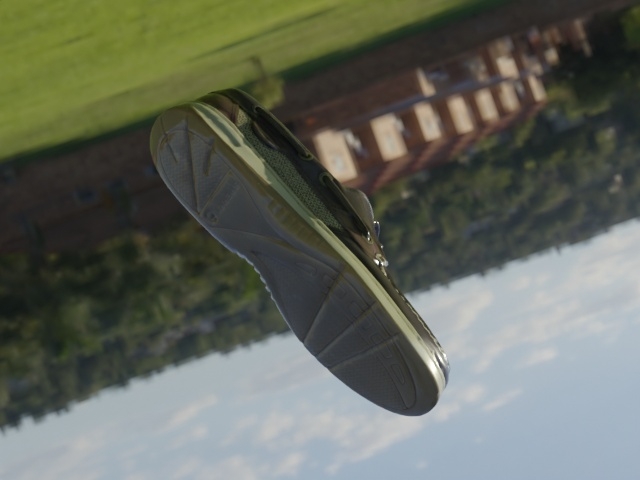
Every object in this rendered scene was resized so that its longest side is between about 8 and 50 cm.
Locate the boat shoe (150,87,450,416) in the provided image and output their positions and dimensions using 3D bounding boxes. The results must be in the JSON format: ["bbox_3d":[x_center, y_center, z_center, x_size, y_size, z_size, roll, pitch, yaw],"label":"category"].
[{"bbox_3d":[0.000,0.000,1.087,0.092,0.285,0.103,-40,174,-40],"label":"boat shoe"}]
